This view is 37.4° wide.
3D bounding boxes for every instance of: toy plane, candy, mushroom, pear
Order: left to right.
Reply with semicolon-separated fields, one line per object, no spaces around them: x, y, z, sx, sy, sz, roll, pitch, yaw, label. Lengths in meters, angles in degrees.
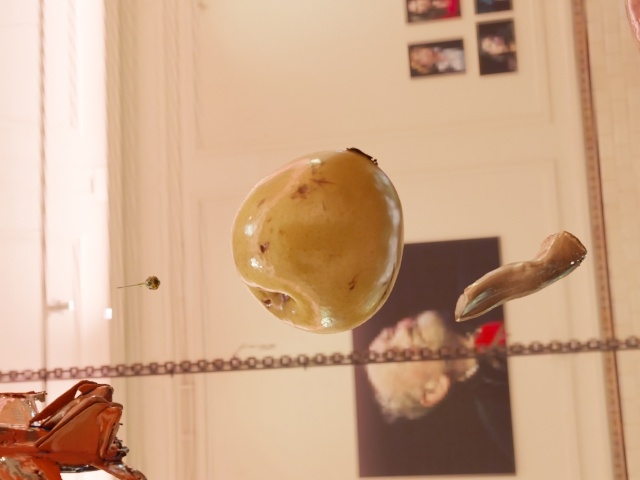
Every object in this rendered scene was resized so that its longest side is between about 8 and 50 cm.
-0.189;0.114;0.506;0.135;0.188;0.062;34;122;57;toy plane
-0.312;0.078;1.618;0.023;0.083;0.025;-60;-44;-63;candy
0.000;0.000;1.617;0.309;0.309;0.309;-5;-90;-79;pear
0.248;0.046;1.196;0.054;0.202;0.059;42;151;46;mushroom

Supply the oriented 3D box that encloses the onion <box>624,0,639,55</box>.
0.464;-0.243;0.896;0.353;0.354;0.353;-5;-90;-79;onion
